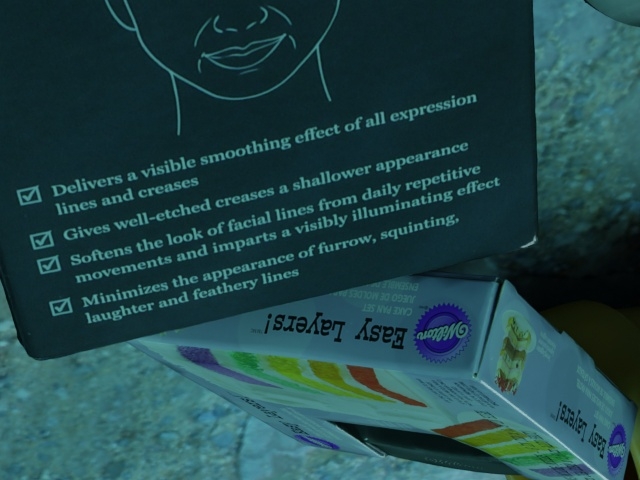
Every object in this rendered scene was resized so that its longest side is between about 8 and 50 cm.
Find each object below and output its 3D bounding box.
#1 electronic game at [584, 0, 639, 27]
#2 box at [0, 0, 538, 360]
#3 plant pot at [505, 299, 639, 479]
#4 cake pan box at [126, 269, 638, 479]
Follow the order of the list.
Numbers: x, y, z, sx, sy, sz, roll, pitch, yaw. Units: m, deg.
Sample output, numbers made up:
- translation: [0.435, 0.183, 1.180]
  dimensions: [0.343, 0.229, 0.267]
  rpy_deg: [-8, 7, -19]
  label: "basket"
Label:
- translation: [0.197, -0.207, 0.886]
  dimensions: [0.229, 0.048, 0.229]
  rpy_deg: [-19, 131, -24]
  label: "electronic game"
- translation: [-0.059, -0.169, 0.946]
  dimensions: [0.293, 0.212, 0.395]
  rpy_deg: [-12, 134, -6]
  label: "box"
- translation: [0.252, 0.126, 1.334]
  dimensions: [0.188, 0.205, 0.205]
  rpy_deg: [-19, 136, -22]
  label: "plant pot"
- translation: [0.044, 0.083, 1.156]
  dimensions: [0.245, 0.070, 0.267]
  rpy_deg: [7, 163, 29]
  label: "cake pan box"
